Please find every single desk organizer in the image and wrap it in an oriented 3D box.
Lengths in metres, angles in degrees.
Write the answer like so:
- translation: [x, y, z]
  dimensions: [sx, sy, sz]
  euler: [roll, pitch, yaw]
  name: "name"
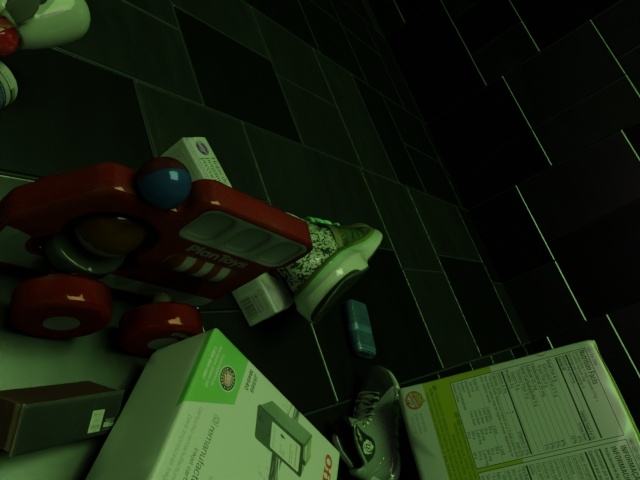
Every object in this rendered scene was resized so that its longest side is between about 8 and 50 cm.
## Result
- translation: [-0.265, 0.173, 0.524]
  dimensions: [0.130, 0.050, 0.047]
  euler: [27, 74, -68]
  name: "desk organizer"

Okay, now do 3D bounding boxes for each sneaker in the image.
- translation: [0.000, 0.000, 0.978]
  dimensions: [0.182, 0.158, 0.410]
  euler: [44, 13, 0]
  name: "sneaker"
- translation: [0.079, 0.306, 0.917]
  dimensions: [0.132, 0.086, 0.228]
  euler: [36, 37, -32]
  name: "sneaker"

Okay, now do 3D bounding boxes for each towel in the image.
- translation: [0.080, 0.184, 1.089]
  dimensions: [0.067, 0.029, 0.119]
  euler: [29, 42, -44]
  name: "towel"

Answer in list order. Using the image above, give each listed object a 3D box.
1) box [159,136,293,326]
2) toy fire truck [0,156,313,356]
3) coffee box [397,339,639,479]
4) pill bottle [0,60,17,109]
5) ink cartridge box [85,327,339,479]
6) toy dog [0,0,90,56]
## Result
- translation: [-0.154, -0.017, 0.867]
  dimensions: [0.323, 0.067, 0.063]
  euler: [60, 27, 4]
  name: "box"
- translation: [-0.190, 0.001, 0.593]
  dimensions: [0.302, 0.254, 0.169]
  euler: [26, 42, -46]
  name: "toy fire truck"
- translation: [0.366, 0.412, 0.917]
  dimensions: [0.337, 0.335, 0.337]
  euler: [53, 21, -59]
  name: "coffee box"
- translation: [-0.410, -0.162, 0.592]
  dimensions: [0.067, 0.067, 0.120]
  euler: [46, 31, -23]
  name: "pill bottle"
- translation: [-0.103, 0.270, 0.601]
  dimensions: [0.272, 0.115, 0.198]
  euler: [52, 29, -26]
  name: "ink cartridge box"
- translation: [-0.391, -0.246, 0.515]
  dimensions: [0.220, 0.160, 0.333]
  euler: [13, 39, -2]
  name: "toy dog"
